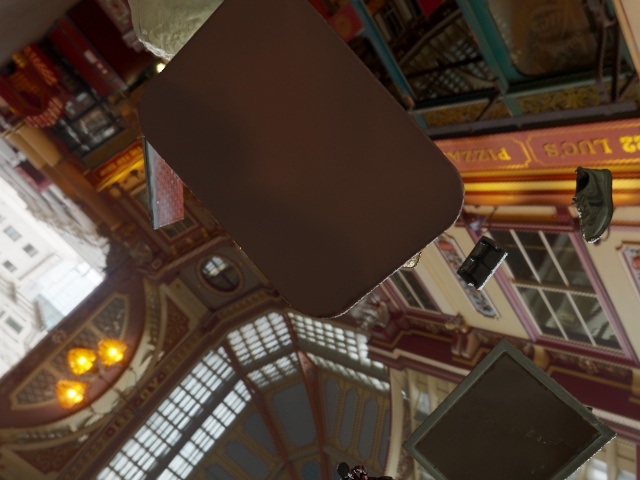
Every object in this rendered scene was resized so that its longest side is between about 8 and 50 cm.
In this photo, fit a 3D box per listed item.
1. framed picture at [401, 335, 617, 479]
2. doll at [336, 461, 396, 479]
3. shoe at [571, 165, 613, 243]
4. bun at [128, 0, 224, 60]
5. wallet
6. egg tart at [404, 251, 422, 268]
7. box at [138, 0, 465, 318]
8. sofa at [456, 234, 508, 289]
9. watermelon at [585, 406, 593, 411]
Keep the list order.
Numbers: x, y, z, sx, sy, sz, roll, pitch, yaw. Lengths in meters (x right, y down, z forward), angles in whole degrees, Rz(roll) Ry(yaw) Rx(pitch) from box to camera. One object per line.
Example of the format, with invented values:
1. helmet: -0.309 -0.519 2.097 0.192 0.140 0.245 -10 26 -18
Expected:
1. framed picture: 0.314 0.344 1.003 0.293 0.231 0.018 -54 164 21
2. doll: 0.120 0.658 1.494 0.127 0.248 0.088 -38 -147 16
3. shoe: 0.842 -0.117 1.806 0.103 0.098 0.275 106 0 -59
4. bun: -0.201 -0.458 1.141 0.352 0.227 0.349 -1 -132 3
5. wallet: -0.276 -0.125 1.025 0.020 0.197 0.103 4 -166 21
6. egg tart: 0.231 -0.007 1.849 0.170 0.215 0.215 -9 -158 -15
7. box: -0.006 -0.111 0.732 0.239 0.339 0.229 -41 178 16
8. sofa: 0.482 0.067 1.738 0.147 0.060 0.085 -58 -138 21
9. watermelon: 0.528 0.421 1.275 0.086 0.163 0.069 14 -133 12
